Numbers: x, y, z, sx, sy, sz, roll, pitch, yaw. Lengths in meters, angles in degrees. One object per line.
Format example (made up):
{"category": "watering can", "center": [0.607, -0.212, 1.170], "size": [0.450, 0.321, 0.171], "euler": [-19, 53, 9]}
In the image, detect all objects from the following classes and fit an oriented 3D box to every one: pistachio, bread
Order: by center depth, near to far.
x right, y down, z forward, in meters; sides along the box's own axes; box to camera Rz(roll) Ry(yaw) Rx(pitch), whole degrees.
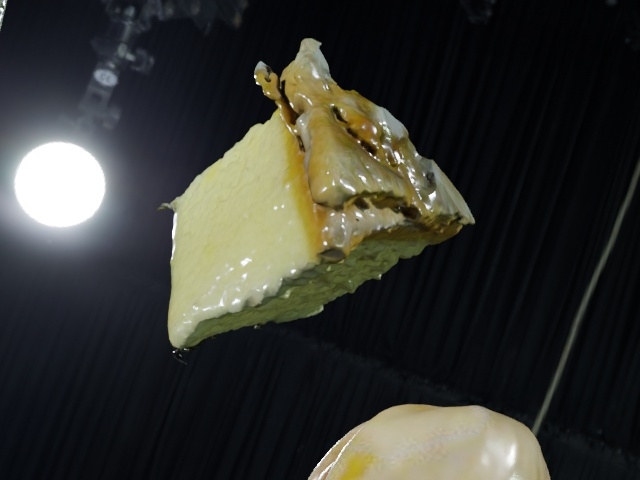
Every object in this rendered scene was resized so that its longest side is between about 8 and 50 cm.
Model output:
{"category": "bread", "center": [0.000, 0.000, 0.381], "size": [0.147, 0.127, 0.152], "euler": [-37, -48, 28]}
{"category": "pistachio", "center": [0.093, 0.280, 0.676], "size": [0.230, 0.309, 0.230], "euler": [37, -26, 22]}

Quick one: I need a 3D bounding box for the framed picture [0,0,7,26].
{"category": "framed picture", "center": [-0.240, -0.226, 0.348], "size": [0.010, 0.173, 0.231], "euler": [-4, -18, 24]}
